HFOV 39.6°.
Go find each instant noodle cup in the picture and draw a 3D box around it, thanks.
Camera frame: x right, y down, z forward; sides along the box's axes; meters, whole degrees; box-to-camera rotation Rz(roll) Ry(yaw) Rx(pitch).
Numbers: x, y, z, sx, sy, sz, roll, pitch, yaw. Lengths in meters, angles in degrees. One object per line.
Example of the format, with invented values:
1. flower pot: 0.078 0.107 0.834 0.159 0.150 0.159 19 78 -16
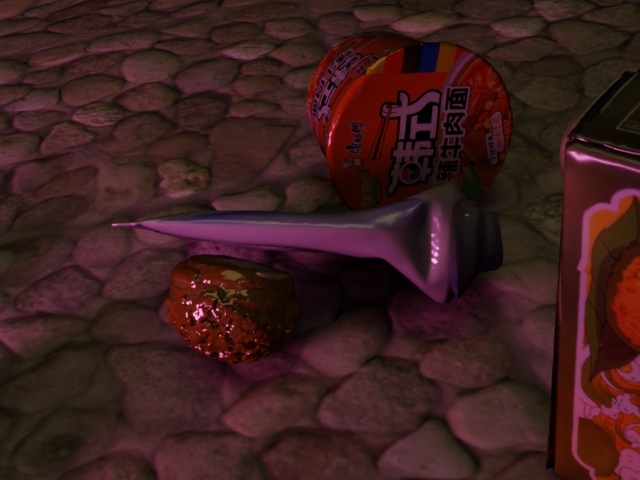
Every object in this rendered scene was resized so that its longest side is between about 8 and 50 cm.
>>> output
1. instant noodle cup: 0.101 -0.161 1.174 0.251 0.250 0.192 -17 30 -10

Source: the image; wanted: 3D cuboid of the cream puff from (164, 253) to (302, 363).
1. cream puff: -0.097 0.077 0.981 0.150 0.115 0.165 12 5 0

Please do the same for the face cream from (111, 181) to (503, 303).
1. face cream: 0.000 0.000 1.039 0.421 0.137 0.235 1 -3 13

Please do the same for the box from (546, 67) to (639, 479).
1. box: 0.379 0.101 0.647 0.420 0.372 0.138 23 46 35
